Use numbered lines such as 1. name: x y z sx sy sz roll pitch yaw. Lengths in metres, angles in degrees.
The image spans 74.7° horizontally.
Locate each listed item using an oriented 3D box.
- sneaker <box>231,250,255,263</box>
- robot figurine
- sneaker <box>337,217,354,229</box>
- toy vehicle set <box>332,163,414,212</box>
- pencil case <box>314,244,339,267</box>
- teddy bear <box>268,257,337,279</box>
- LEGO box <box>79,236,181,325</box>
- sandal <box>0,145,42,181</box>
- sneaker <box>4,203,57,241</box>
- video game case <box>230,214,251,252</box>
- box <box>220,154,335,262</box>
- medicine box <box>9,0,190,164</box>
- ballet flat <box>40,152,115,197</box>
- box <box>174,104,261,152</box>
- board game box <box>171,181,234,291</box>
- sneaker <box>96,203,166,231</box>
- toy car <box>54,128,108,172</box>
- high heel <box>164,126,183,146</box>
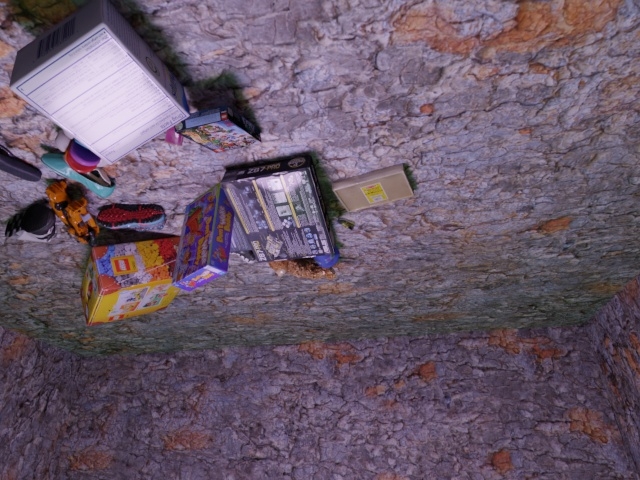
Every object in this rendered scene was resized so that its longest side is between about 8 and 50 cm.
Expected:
1. sneaker: -0.367 0.020 1.872 0.234 0.078 0.106 28 126 -31
2. robot figurine: -0.933 -0.090 1.603 0.211 0.085 0.291 38 150 5
3. sneaker: 0.108 -0.068 1.762 0.083 0.035 0.031 14 146 -24
4. toy vehicle set: 0.197 -0.189 1.553 0.267 0.035 0.166 -13 148 20
5. pencil case: 0.000 0.000 1.798 0.119 0.133 0.306 31 163 28
6. teddy bear: -0.085 0.135 1.977 0.338 0.113 0.245 8 -168 -24
7. LEGO box: -0.850 0.191 1.913 0.373 0.193 0.500 -9 160 -39
8. sandal: -1.050 -0.271 1.379 0.097 0.054 0.254 -3 160 19
9. sneaker: -1.112 -0.058 1.681 0.331 0.122 0.146 -7 159 35
10. video game case: -0.379 -0.033 1.751 0.274 0.026 0.196 -6 126 11
11. box: -0.139 -0.097 1.532 0.318 0.097 0.395 -9 130 11
12. medicine box: -0.523 -0.376 1.030 0.263 0.149 0.289 -28 145 9
13. ballet flat: -0.806 -0.237 1.424 0.087 0.083 0.247 -36 141 10
14. box: -0.289 -0.316 1.215 0.159 0.044 0.233 -9 176 14
15. board game box: -0.421 -0.015 1.532 0.233 0.347 0.078 -26 141 35
16. sneaker: -0.749 -0.071 1.673 0.262 0.104 0.125 1 152 -2
17. toy car: -0.713 -0.278 1.277 0.159 0.136 0.182 26 141 -37
18. high heel: -0.508 -0.365 1.220 0.244 0.082 0.117 19 115 -6
